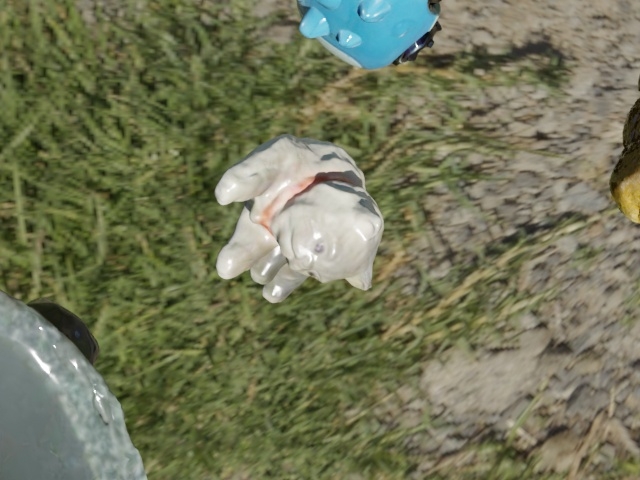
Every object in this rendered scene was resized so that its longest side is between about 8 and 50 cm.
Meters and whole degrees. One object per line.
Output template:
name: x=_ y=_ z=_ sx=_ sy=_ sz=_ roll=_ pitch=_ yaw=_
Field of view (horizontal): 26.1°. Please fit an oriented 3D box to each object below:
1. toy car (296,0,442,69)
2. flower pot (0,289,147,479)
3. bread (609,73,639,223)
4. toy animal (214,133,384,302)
toy car: x=0.052 y=-0.318 z=1.710 sx=0.188 sy=0.190 sz=0.255 roll=48 pitch=147 yaw=12
flower pot: x=-0.266 y=0.144 z=0.689 sx=0.283 sy=0.299 sz=0.299 roll=-27 pitch=86 yaw=41
bread: x=0.347 y=-0.172 z=1.233 sx=0.084 sy=0.124 sz=0.344 roll=25 pitch=76 yaw=-21
toy animal: x=0.000 y=0.000 z=1.720 sx=0.188 sy=0.266 sz=0.308 roll=17 pitch=130 yaw=13
